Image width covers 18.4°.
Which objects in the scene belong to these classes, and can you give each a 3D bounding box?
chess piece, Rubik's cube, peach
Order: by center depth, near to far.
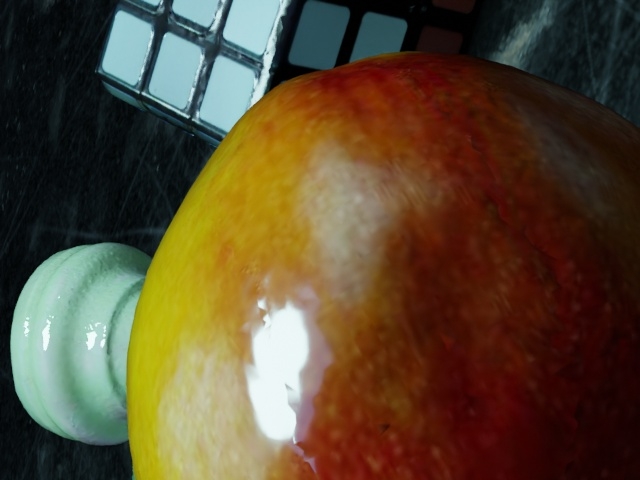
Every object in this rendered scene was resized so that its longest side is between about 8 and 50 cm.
[{"bbox_3d":[0.058,0.083,0.864,0.308,0.307,0.332,-60,29,34],"label":"peach"},{"bbox_3d":[-0.017,-0.139,1.231,0.160,0.162,0.163,28,105,42],"label":"Rubik's cube"},{"bbox_3d":[-0.063,0.072,1.297,0.271,0.139,0.139,1,78,35],"label":"chess piece"}]

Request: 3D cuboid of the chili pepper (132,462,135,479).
[{"bbox_3d":[-0.089,0.122,1.426,0.122,0.065,0.279,5,82,64],"label":"chili pepper"}]
